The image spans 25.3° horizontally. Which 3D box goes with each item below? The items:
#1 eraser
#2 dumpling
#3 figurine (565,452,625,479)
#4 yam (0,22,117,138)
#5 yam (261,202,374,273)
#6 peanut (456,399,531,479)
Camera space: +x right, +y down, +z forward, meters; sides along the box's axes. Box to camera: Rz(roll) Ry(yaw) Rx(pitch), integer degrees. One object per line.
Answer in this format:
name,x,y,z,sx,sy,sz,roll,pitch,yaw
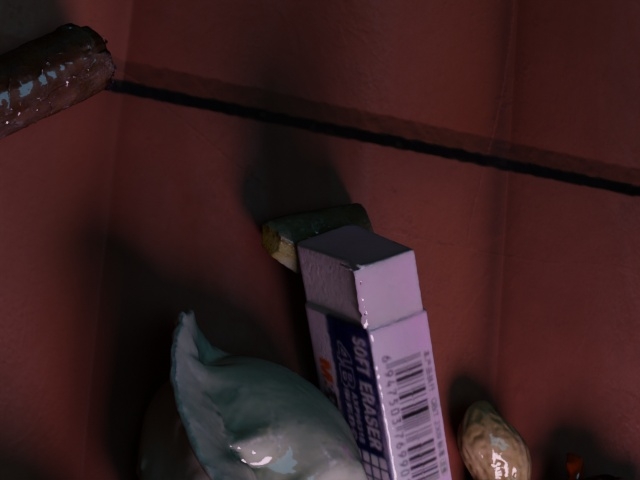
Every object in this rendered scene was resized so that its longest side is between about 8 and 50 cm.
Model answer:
eraser,0.058,0.136,1.476,0.086,0.130,0.287,-19,111,-27
dumpling,-0.067,0.258,1.395,0.320,0.212,0.270,33,32,-10
figurine,0.346,0.354,1.662,0.183,0.160,0.226,-40,97,-29
yam,-0.274,-0.153,1.375,0.141,0.079,0.079,-33,102,-29
yam,0.000,0.000,1.527,0.146,0.069,0.070,-12,92,-31
peanut,0.204,0.272,1.616,0.082,0.082,0.187,-13,92,-31
